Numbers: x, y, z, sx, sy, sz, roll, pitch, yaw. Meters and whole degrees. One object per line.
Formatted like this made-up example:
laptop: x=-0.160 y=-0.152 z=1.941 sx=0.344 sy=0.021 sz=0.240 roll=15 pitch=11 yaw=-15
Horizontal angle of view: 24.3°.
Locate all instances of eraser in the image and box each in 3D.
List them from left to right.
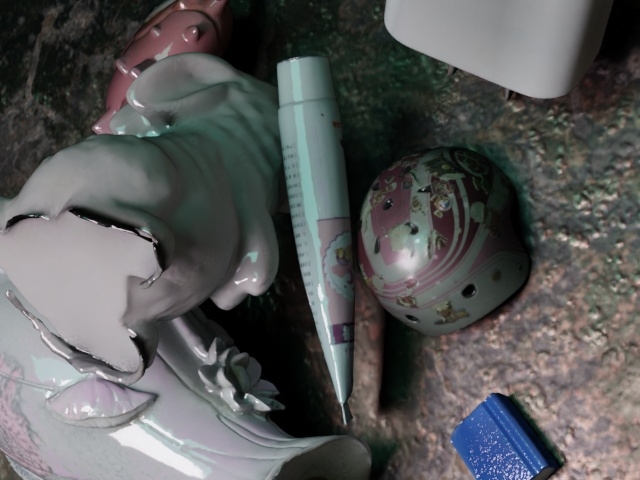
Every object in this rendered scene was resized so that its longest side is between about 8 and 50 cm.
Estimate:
eraser: x=0.158 y=0.183 z=1.292 sx=0.063 sy=0.027 sz=0.084 roll=-49 pitch=55 yaw=21

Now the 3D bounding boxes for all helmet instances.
helmet: x=0.091 y=-0.006 z=1.337 sx=0.153 sy=0.107 sz=0.176 roll=-31 pitch=63 yaw=33

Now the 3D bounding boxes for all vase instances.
vase: x=-0.158 y=0.173 z=1.424 sx=0.445 sy=0.250 sz=0.250 roll=29 pitch=99 yaw=34

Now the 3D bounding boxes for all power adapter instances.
power adapter: x=0.154 y=-0.223 z=1.266 sx=0.187 sy=0.255 sz=0.124 roll=26 pitch=53 yaw=15

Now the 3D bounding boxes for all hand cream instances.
hand cream: x=0.000 y=0.000 z=1.344 sx=0.058 sy=0.085 sz=0.331 roll=-5 pitch=87 yaw=1

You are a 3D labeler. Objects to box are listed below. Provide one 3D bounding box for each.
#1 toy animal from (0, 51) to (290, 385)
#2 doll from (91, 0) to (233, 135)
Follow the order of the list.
toy animal: x=-0.138 y=-0.047 z=1.362 sx=0.258 sy=0.357 sz=0.194 roll=32 pitch=132 yaw=5
doll: x=-0.151 y=-0.191 z=1.533 sx=0.262 sy=0.093 sz=0.211 roll=-45 pitch=11 yaw=42
